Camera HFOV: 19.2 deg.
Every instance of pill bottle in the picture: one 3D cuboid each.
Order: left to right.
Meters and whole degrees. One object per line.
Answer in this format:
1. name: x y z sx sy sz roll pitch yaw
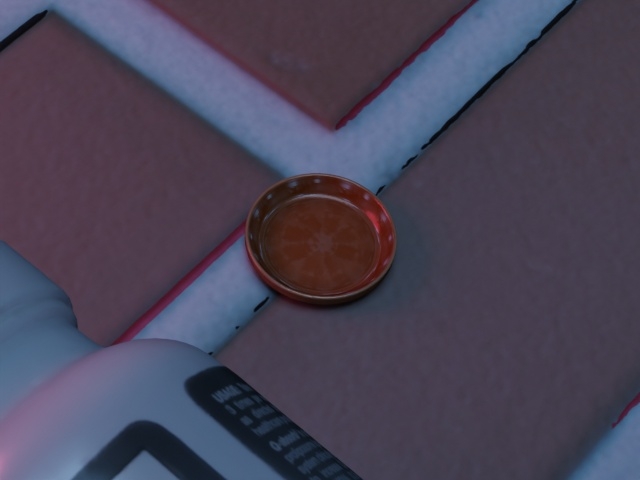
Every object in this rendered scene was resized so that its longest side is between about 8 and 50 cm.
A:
1. pill bottle: -0.055 0.172 0.768 0.363 0.210 0.210 39 60 12

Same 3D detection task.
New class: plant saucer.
1. plant saucer: 0.000 0.000 1.032 0.083 0.013 0.083 3 56 -4
